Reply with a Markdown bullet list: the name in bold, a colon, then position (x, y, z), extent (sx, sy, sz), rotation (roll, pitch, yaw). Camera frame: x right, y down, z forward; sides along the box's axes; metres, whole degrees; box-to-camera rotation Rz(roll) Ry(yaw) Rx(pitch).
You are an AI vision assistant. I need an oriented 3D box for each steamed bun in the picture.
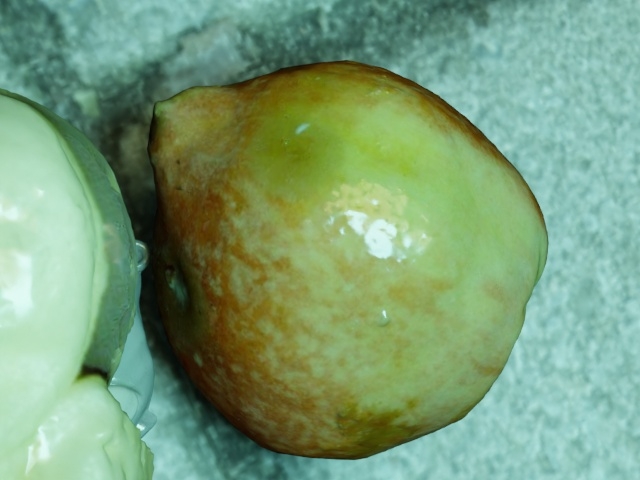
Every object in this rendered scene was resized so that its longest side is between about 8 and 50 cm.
- **steamed bun**: position (-0.247, 0.101, 0.965), extent (0.325, 0.230, 0.372), rotation (-5, 79, -25)

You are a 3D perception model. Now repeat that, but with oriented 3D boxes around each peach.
- **peach**: position (0.000, 0.000, 1.116), extent (0.257, 0.232, 0.232), rotation (30, 66, -17)

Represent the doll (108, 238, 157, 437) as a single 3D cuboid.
- **doll**: position (-0.151, 0.102, 1.104), extent (0.102, 0.075, 0.227), rotation (28, 78, -7)
